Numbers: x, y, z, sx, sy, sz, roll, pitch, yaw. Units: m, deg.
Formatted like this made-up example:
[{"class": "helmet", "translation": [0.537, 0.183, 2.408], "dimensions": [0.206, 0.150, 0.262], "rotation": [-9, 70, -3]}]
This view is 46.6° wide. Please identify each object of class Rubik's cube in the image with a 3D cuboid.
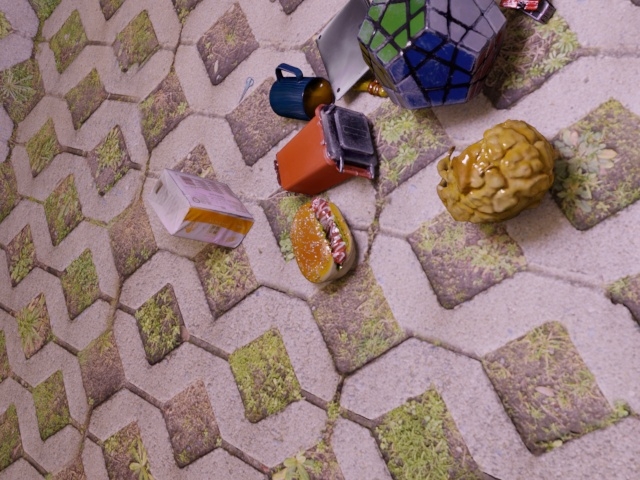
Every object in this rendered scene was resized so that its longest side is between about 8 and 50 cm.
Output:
[{"class": "Rubik's cube", "translation": [0.235, -0.425, 1.571], "dimensions": [0.319, 0.319, 0.264], "rotation": [-33, 35, 33]}]

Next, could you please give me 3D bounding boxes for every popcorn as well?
[{"class": "popcorn", "translation": [0.346, -0.133, 1.444], "dimensions": [0.250, 0.250, 0.190], "rotation": [-18, 86, 39]}]

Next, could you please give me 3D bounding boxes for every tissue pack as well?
[{"class": "tissue pack", "translation": [-0.331, -0.085, 2.044], "dimensions": [0.124, 0.225, 0.185], "rotation": [-54, 51, 21]}]

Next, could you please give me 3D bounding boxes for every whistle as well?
[{"class": "whistle", "translation": [0.132, -0.381, 1.820], "dimensions": [0.109, 0.057, 0.046], "rotation": [21, 141, 34]}]

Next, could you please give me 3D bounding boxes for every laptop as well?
[{"class": "laptop", "translation": [0.072, -0.496, 1.868], "dimensions": [0.187, 0.015, 0.269], "rotation": [-42, 45, 30]}]

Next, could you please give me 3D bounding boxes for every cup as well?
[{"class": "cup", "translation": [-0.052, -0.385, 1.919], "dimensions": [0.138, 0.113, 0.150], "rotation": [15, 115, 44]}]

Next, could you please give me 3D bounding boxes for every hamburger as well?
[{"class": "hamburger", "translation": [0.000, 0.000, 1.803], "dimensions": [0.173, 0.116, 0.210], "rotation": [-42, 56, 32]}]

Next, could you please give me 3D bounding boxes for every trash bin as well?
[{"class": "trash bin", "translation": [0.010, -0.197, 1.815], "dimensions": [0.238, 0.161, 0.184], "rotation": [-32, 61, 42]}]

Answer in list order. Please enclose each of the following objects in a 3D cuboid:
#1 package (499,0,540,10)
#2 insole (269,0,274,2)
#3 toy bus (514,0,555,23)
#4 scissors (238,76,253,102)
[{"class": "package", "translation": [0.444, -0.565, 1.540], "dimensions": [0.083, 0.022, 0.200], "rotation": [17, 77, 35]}, {"class": "insole", "translation": [-0.088, -0.751, 2.104], "dimensions": [0.188, 0.004, 0.064], "rotation": [-42, 56, 28]}, {"class": "toy bus", "translation": [0.433, -0.504, 1.563], "dimensions": [0.131, 0.037, 0.052], "rotation": [48, 117, 36]}, {"class": "scissors", "translation": [-0.220, -0.437, 2.162], "dimensions": [0.036, 0.006, 0.083], "rotation": [45, 112, 40]}]
